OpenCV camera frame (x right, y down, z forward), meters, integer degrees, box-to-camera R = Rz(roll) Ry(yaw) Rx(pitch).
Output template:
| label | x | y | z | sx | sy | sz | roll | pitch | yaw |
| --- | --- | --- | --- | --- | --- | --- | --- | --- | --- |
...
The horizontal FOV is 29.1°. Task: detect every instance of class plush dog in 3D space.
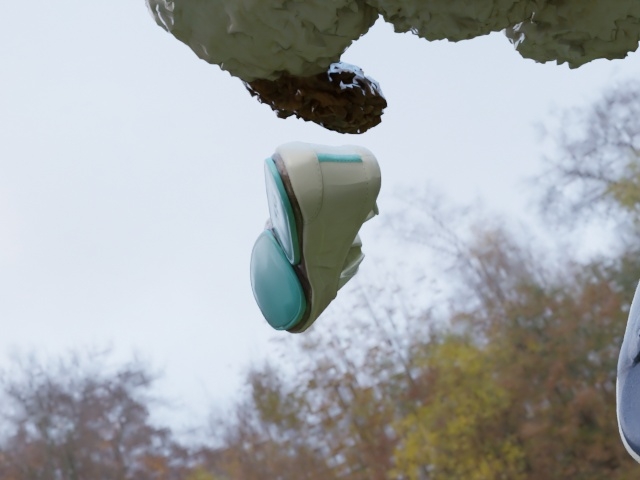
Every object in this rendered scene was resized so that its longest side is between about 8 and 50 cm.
| label | x | y | z | sx | sy | sz | roll | pitch | yaw |
| --- | --- | --- | --- | --- | --- | --- | --- | --- | --- |
| plush dog | 0.015 | -0.151 | 0.525 | 0.225 | 0.262 | 0.210 | -21 | 18 | 23 |

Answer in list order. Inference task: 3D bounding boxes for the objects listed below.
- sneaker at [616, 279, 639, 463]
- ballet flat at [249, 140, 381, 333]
| label | x | y | z | sx | sy | sz | roll | pitch | yaw |
| --- | --- | --- | --- | --- | --- | --- | --- | --- | --- |
| sneaker | 0.252 | -0.026 | 0.786 | 0.131 | 0.350 | 0.148 | 10 | -14 | 44 |
| ballet flat | 0.000 | 0.000 | 0.887 | 0.086 | 0.086 | 0.248 | -18 | -19 | -13 |
